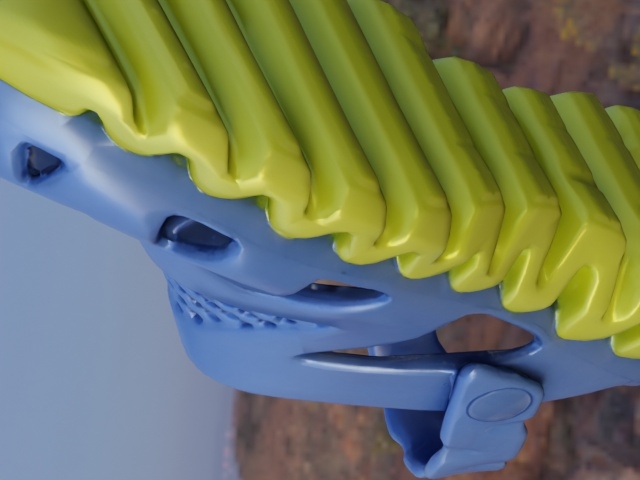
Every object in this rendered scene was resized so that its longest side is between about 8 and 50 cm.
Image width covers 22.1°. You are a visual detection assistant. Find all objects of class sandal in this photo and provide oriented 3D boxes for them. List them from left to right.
[{"bbox_3d":[0.000,0.000,0.493,0.138,0.317,0.126,-42,42,29],"label":"sandal"}]
